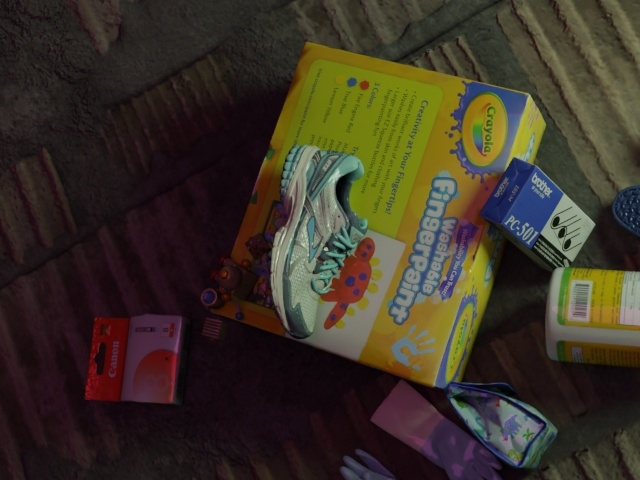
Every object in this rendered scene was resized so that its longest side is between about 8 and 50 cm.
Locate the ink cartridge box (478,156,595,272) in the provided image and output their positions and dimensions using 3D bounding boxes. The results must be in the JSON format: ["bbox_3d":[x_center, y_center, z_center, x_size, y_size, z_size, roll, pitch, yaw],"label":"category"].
[{"bbox_3d":[0.314,-0.030,1.720,0.046,0.207,0.097,29,86,43],"label":"ink cartridge box"}]

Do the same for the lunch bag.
[{"bbox_3d":[0.254,0.255,1.712,0.151,0.129,0.096,31,86,24],"label":"lunch bag"}]

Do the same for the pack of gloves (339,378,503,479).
[{"bbox_3d":[0.150,0.353,1.778,0.232,0.046,0.195,38,92,31],"label":"pack of gloves"}]

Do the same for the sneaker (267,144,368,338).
[{"bbox_3d":[0.000,0.000,1.696,0.122,0.110,0.282,2,80,17],"label":"sneaker"}]

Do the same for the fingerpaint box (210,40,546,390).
[{"bbox_3d":[0.092,-0.035,1.816,0.371,0.163,0.444,16,84,22],"label":"fingerpaint box"}]

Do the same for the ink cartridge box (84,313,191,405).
[{"bbox_3d":[-0.305,0.192,1.956,0.179,0.045,0.145,1,77,16],"label":"ink cartridge box"}]

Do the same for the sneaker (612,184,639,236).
[{"bbox_3d":[0.533,-0.014,1.721,0.232,0.090,0.081,24,87,43],"label":"sneaker"}]

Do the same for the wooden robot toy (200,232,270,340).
[{"bbox_3d":[-0.139,0.060,1.747,0.076,0.079,0.173,29,89,23],"label":"wooden robot toy"}]

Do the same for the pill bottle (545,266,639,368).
[{"bbox_3d":[0.448,0.112,1.680,0.246,0.136,0.136,4,78,19],"label":"pill bottle"}]
